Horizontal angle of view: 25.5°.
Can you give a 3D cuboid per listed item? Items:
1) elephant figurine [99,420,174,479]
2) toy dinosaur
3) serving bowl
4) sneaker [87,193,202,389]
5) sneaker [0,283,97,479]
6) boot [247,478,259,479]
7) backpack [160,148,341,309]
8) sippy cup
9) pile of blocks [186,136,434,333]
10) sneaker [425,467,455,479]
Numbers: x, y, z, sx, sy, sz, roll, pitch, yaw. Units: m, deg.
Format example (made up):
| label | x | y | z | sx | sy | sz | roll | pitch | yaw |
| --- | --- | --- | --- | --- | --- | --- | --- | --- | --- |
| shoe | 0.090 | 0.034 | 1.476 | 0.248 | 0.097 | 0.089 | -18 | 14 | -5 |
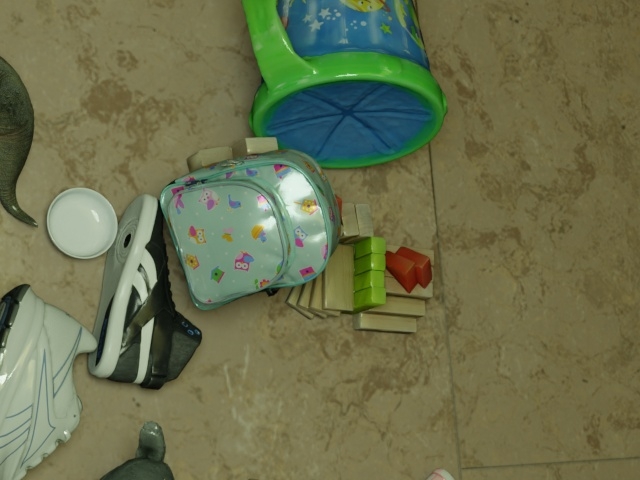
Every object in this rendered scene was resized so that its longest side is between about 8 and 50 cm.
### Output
| label | x | y | z | sx | sy | sz | roll | pitch | yaw |
| --- | --- | --- | --- | --- | --- | --- | --- | --- | --- |
| elephant figurine | -0.255 | 0.337 | 1.484 | 0.239 | 0.169 | 0.186 | -15 | 56 | -15 |
| toy dinosaur | -0.387 | -0.156 | 1.538 | 0.160 | 0.121 | 0.313 | -41 | 95 | -16 |
| serving bowl | -0.276 | -0.017 | 1.616 | 0.083 | 0.027 | 0.083 | 7 | 75 | -28 |
| sneaker | -0.187 | 0.064 | 1.625 | 0.121 | 0.079 | 0.217 | 20 | 76 | -29 |
| sneaker | -0.321 | 0.198 | 1.500 | 0.129 | 0.111 | 0.297 | 28 | 68 | -27 |
| boot | -0.011 | 0.472 | 1.581 | 0.284 | 0.138 | 0.377 | 30 | 62 | -21 |
| backpack | -0.074 | -0.016 | 1.601 | 0.188 | 0.144 | 0.166 | -16 | 96 | 7 |
| sippy cup | 0.028 | -0.238 | 1.733 | 0.240 | 0.305 | 0.224 | -3 | 66 | -1 |
| pile of blocks | 0.000 | 0.000 | 1.714 | 0.362 | 0.112 | 0.149 | 32 | 65 | -18 |
| sneaker | 0.162 | 0.356 | 1.755 | 0.070 | 0.051 | 0.134 | -38 | 94 | -28 |
